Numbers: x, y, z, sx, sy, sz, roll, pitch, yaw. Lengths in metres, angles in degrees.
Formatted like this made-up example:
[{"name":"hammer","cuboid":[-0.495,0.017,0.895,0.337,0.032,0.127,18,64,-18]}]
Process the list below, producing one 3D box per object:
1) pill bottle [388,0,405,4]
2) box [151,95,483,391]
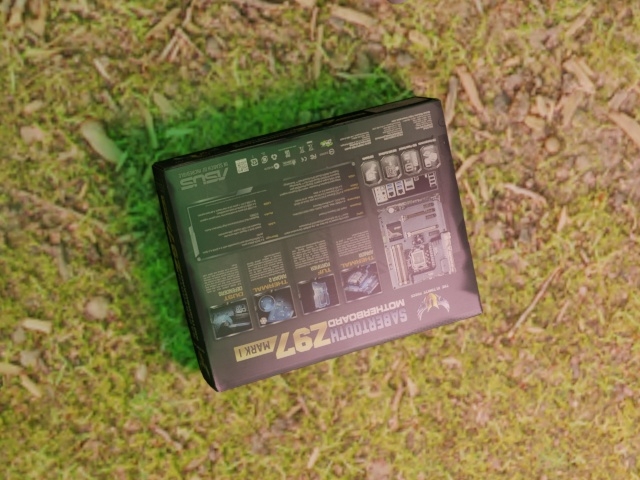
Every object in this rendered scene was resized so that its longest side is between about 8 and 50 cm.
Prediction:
[{"name":"pill bottle","cuboid":[0.000,-0.305,1.035,0.264,0.153,0.153,41,87,-17]},{"name":"box","cuboid":[0.000,0.000,1.130,0.232,0.059,0.183,-16,102,-13]}]
